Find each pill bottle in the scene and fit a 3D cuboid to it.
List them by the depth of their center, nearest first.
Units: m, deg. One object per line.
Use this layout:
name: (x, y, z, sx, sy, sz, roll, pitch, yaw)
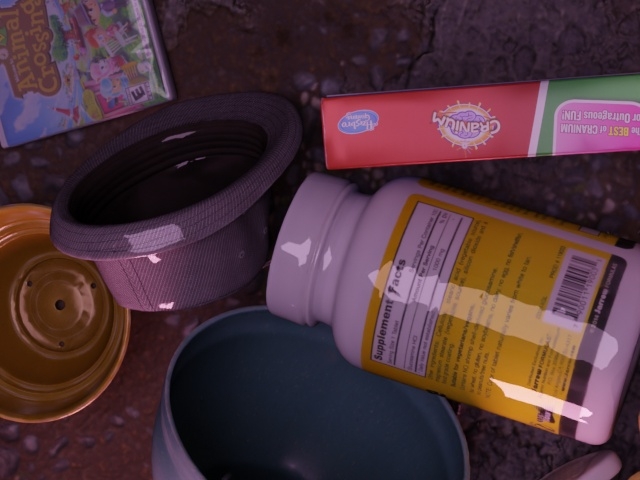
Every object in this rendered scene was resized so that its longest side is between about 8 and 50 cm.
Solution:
pill bottle: (0.130, 0.051, 1.726, 0.333, 0.188, 0.188, 18, 98, 13)

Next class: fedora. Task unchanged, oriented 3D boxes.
fedora: (-0.124, -0.022, 1.788, 0.243, 0.275, 0.124, -6, 119, 23)

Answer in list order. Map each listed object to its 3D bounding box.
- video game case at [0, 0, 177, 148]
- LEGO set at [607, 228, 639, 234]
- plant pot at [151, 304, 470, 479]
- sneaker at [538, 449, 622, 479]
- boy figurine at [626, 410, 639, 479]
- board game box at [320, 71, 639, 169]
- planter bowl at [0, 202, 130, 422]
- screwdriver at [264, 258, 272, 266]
video game case: (-0.260, -0.218, 1.901, 0.193, 0.023, 0.212, -15, 90, 16)
LEGO set: (0.306, 0.004, 1.761, 0.083, 0.023, 0.054, -25, 87, 16)
plant pot: (-0.034, 0.232, 1.760, 0.293, 0.293, 0.196, 35, 129, 10)
sneaker: (0.207, 0.330, 1.778, 0.147, 0.104, 0.296, 45, 106, 3)
boy figurine: (0.341, 0.144, 1.701, 0.092, 0.177, 0.285, 30, 127, 34)
board game box: (0.184, -0.108, 1.675, 0.316, 0.242, 0.064, -3, 93, 17)
planter bowl: (-0.276, 0.068, 1.892, 0.217, 0.090, 0.217, 1, 95, 16)
screwdriver: (0.000, 0.000, 1.851, 0.170, 0.024, 0.025, -31, 114, 22)
